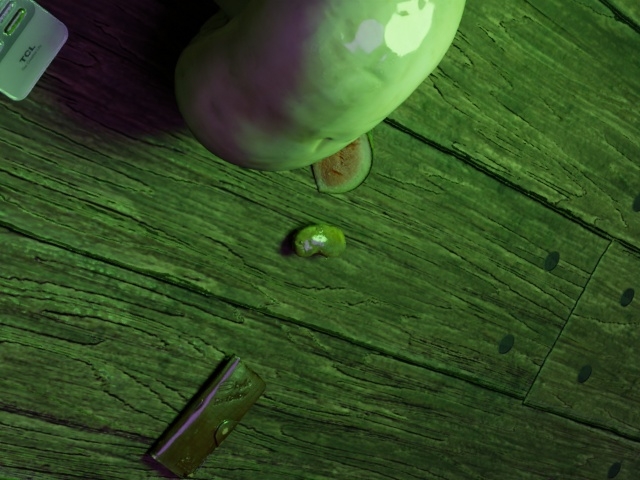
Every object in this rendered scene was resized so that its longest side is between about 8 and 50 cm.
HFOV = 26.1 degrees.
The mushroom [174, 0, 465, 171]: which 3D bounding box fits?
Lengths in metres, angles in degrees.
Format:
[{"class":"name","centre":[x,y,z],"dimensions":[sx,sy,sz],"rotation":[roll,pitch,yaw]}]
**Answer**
[{"class":"mushroom","centre":[-0.024,-0.233,1.519],"dimensions":[0.353,0.353,0.325],"rotation":[18,86,-45]}]

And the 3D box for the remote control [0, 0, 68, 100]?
[{"class":"remote control","centre":[-0.371,-0.242,1.405],"dimensions":[0.103,0.034,0.250],"rotation":[-54,136,-3]}]

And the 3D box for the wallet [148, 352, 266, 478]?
[{"class":"wallet","centre":[-0.149,0.243,1.880],"dimensions":[0.176,0.026,0.095],"rotation":[-50,138,-7]}]

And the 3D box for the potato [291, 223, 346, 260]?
[{"class":"potato","centre":[0.000,0.000,1.858],"dimensions":[0.092,0.045,0.046],"rotation":[2,148,-39]}]

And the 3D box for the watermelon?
[{"class":"watermelon","centre":[0.033,-0.140,1.811],"dimensions":[0.069,0.087,0.163],"rotation":[-67,156,-48]}]
